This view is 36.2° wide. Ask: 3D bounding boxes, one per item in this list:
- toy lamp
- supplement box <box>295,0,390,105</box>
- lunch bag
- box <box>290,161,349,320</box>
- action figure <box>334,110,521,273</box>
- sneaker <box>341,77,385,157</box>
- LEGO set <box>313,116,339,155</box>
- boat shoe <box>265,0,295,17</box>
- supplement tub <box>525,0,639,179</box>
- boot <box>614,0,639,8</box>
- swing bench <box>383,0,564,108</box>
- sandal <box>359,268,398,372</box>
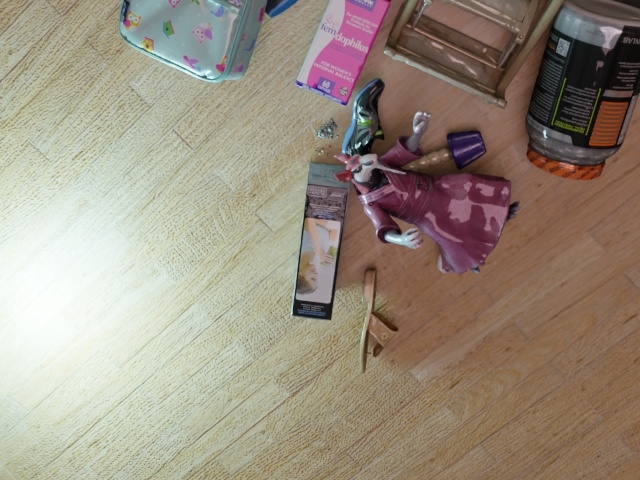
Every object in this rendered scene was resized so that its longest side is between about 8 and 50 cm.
[{"bbox_3d":[0.202,-0.157,2.005,0.274,0.080,0.080,-18,108,13],"label":"toy lamp"},{"bbox_3d":[0.045,-0.391,1.912,0.111,0.114,0.220,22,108,-3],"label":"supplement box"},{"bbox_3d":[-0.250,-0.446,1.877,0.279,0.108,0.224,28,115,15],"label":"lunch bag"},{"bbox_3d":[0.000,0.000,2.029,0.087,0.169,0.290,7,109,-1],"label":"box"},{"bbox_3d":[0.191,-0.095,1.930,0.370,0.276,0.248,22,83,-11],"label":"action figure"},{"bbox_3d":[0.101,-0.238,1.977,0.078,0.067,0.188,27,118,24],"label":"sneaker"},{"bbox_3d":[0.012,-0.213,2.024,0.054,0.023,0.083,-1,110,5],"label":"LEGO set"},{"bbox_3d":[-0.026,-0.541,1.881,0.258,0.109,0.089,-45,94,1],"label":"boat shoe"},{"bbox_3d":[0.505,-0.287,1.861,0.193,0.193,0.316,11,118,0],"label":"supplement tub"},{"bbox_3d":[0.662,-0.467,1.866,0.198,0.077,0.137,30,114,7],"label":"boot"},{"bbox_3d":[0.287,-0.424,1.858,0.253,0.165,0.255,25,115,-6],"label":"swing bench"},{"bbox_3d":[0.131,0.182,2.126,0.079,0.088,0.240,4,105,9],"label":"sandal"}]
